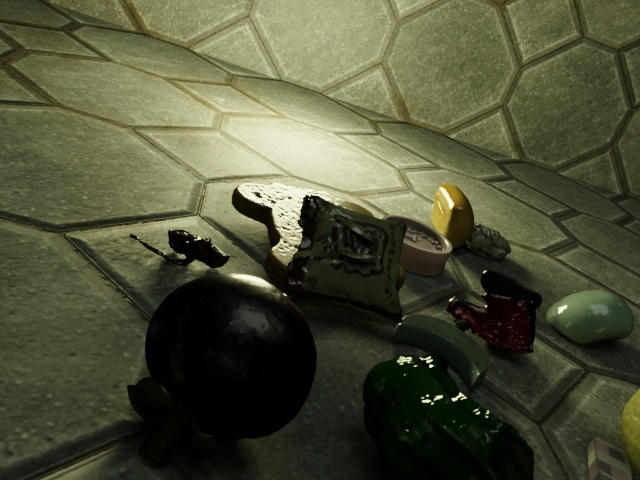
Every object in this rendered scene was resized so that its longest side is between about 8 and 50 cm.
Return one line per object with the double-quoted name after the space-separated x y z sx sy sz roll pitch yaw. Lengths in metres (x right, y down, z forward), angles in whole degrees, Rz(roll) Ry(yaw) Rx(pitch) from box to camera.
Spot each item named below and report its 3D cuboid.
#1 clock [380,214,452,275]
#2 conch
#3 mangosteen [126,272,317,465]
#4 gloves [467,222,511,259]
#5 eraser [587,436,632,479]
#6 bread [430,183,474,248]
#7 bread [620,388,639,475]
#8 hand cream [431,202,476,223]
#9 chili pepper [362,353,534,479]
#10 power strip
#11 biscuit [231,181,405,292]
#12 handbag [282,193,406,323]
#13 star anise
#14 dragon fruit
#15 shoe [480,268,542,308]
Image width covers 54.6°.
0.232 0.010 1.579 0.196 0.068 0.197 18 23 -8 "clock"
0.665 0.184 1.534 0.221 0.121 0.185 -3 3 -35 "conch"
-0.130 0.168 0.789 0.228 0.228 0.265 32 63 23 "mangosteen"
0.490 0.003 1.800 0.153 0.070 0.114 22 24 -22 "gloves"
0.487 0.381 1.046 0.065 0.026 0.105 29 25 11 "eraser"
0.382 -0.070 1.773 0.098 0.147 0.217 4 30 -4 "bread"
0.675 0.345 1.039 0.320 0.237 0.320 27 30 -17 "bread"
0.435 -0.083 1.988 0.174 0.047 0.076 17 22 -32 "hand cream"
0.166 0.297 0.780 0.167 0.213 0.385 -28 32 -4 "chili pepper"
0.226 0.198 1.197 0.216 0.044 0.137 31 25 21 "power strip"
0.000 0.000 1.411 0.368 0.076 0.394 7 30 -30 "biscuit"
0.058 0.032 1.186 0.235 0.127 0.213 15 67 -13 "handbag"
-0.265 0.011 1.173 0.190 0.070 0.097 21 -4 3 "star anise"
0.353 0.169 1.285 0.192 0.122 0.092 22 38 -4 "dragon fruit"
0.474 0.124 1.552 0.159 0.062 0.053 26 11 12 "shoe"
